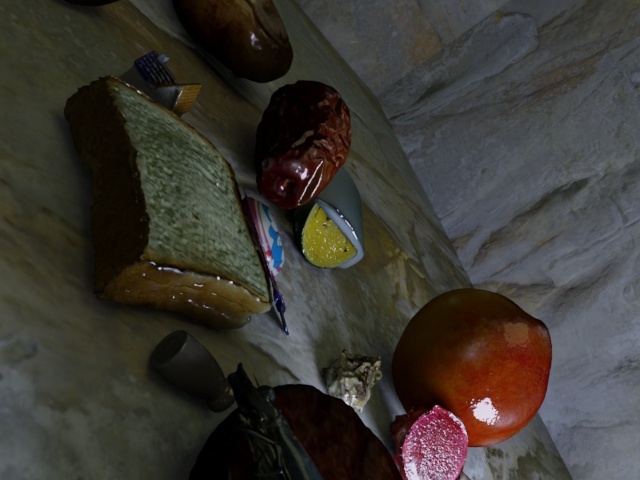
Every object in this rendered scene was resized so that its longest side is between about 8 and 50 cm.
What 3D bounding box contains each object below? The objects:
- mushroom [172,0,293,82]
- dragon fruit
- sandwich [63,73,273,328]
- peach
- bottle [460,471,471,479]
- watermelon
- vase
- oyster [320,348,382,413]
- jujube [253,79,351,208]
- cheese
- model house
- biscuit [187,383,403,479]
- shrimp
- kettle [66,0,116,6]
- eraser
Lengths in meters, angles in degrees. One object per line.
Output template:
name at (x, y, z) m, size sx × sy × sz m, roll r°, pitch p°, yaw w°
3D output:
mushroom at (-0.169, -0.533, 1.310) m, size 0.345 × 0.259 × 0.345 m, roll 48°, pitch 22°, yaw -26°
dragon fruit at (0.182, 0.367, 1.023) m, size 0.153 × 0.153 × 0.111 m, roll 51°, pitch -18°, yaw -17°
sandwich at (-0.189, -0.039, 0.740) m, size 0.271 × 0.099 × 0.301 m, roll 39°, pitch 24°, yaw -57°
peach at (0.311, 0.253, 1.155) m, size 0.308 × 0.332 × 0.308 m, roll 53°, pitch 5°, yaw -7°
bottle at (0.299, 0.511, 1.153) m, size 0.096 × 0.045 × 0.045 m, roll 50°, pitch 20°, yaw -15°
watermelon at (-0.003, 0.009, 1.137) m, size 0.181 × 0.092 × 0.075 m, roll 50°, pitch 33°, yaw -45°
vase at (-0.138, 0.150, 0.637) m, size 0.101 × 0.053 × 0.053 m, roll 51°, pitch 20°, yaw -30°
oyster at (0.056, 0.238, 0.977) m, size 0.108 × 0.053 × 0.166 m, roll 46°, pitch 27°, yaw -1°
jujube at (-0.040, -0.200, 1.173) m, size 0.216 × 0.216 × 0.342 m, roll 49°, pitch 29°, yaw -22°
cheese at (-0.085, 0.032, 0.904) m, size 0.155 × 0.062 × 0.244 m, roll 93°, pitch -21°, yaw -77°
model house at (-0.251, -0.239, 0.892) m, size 0.101 × 0.100 × 0.088 m, roll 54°, pitch 20°, yaw -8°
biscuit at (0.004, 0.358, 0.606) m, size 0.407 × 0.091 × 0.407 m, roll 46°, pitch 25°, yaw -29°
shrimp at (-0.051, 0.236, 0.469) m, size 0.198 × 0.051 × 0.262 m, roll -2°, pitch 66°, yaw -64°
kettle at (-0.404, -0.532, 0.893) m, size 0.290 × 0.207 × 0.268 m, roll 51°, pitch -11°, yaw 10°
eraser at (0.025, -0.081, 1.318) m, size 0.189 × 0.104 × 0.290 m, roll 45°, pitch 22°, yaw -20°
